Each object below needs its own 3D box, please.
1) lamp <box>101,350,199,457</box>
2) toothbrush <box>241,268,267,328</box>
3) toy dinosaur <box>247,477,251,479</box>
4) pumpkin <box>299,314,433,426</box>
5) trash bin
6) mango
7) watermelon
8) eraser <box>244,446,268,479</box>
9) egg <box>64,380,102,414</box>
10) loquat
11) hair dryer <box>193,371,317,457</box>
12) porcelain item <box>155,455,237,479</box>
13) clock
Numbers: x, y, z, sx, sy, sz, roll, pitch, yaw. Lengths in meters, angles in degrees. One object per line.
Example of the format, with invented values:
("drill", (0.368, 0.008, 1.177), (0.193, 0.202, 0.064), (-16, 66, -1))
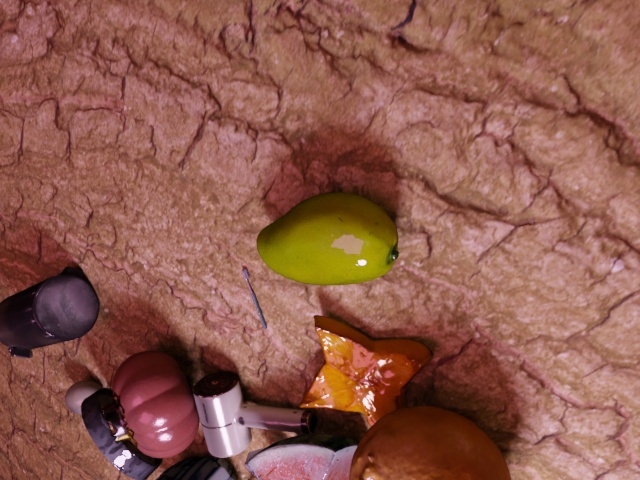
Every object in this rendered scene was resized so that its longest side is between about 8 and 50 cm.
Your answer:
("lamp", (-0.477, 0.463, 1.570), (0.305, 0.240, 0.305), (42, 145, 39))
("toothbrush", (-0.163, 0.148, 1.414), (0.014, 0.011, 0.167), (-13, 103, 29))
("toy dinosaur", (-0.154, 0.682, 1.622), (0.108, 0.032, 0.220), (42, 116, 14))
("pumpkin", (0.100, 0.309, 1.269), (0.291, 0.095, 0.258), (14, 113, 22))
("trash bin", (-0.865, 0.230, 1.764), (0.302, 0.203, 0.251), (-18, 60, 37))
("mango", (0.000, 0.000, 1.161), (0.343, 0.156, 0.192), (-6, 105, 35))
("watermelon", (-0.008, 0.568, 1.353), (0.262, 0.213, 0.201), (-24, 66, 33))
("eraser", (-0.106, 0.637, 1.514), (0.092, 0.046, 0.212), (-23, 119, 24))
("egg", (-0.794, 0.531, 1.899), (0.152, 0.114, 0.114), (-6, 106, 30))
("loquat", (0.221, 0.498, 1.141), (0.329, 0.328, 0.328), (12, 116, 27))
("hair dryer", (-0.160, 0.472, 1.496), (0.363, 0.128, 0.203), (-2, 109, 24))
("porcelain item", (-0.401, 0.775, 1.658), (0.286, 0.281, 0.157), (-19, 101, 38))
("clock", (-0.599, 0.585, 1.715), (0.061, 0.312, 0.312), (-39, 86, -7))
